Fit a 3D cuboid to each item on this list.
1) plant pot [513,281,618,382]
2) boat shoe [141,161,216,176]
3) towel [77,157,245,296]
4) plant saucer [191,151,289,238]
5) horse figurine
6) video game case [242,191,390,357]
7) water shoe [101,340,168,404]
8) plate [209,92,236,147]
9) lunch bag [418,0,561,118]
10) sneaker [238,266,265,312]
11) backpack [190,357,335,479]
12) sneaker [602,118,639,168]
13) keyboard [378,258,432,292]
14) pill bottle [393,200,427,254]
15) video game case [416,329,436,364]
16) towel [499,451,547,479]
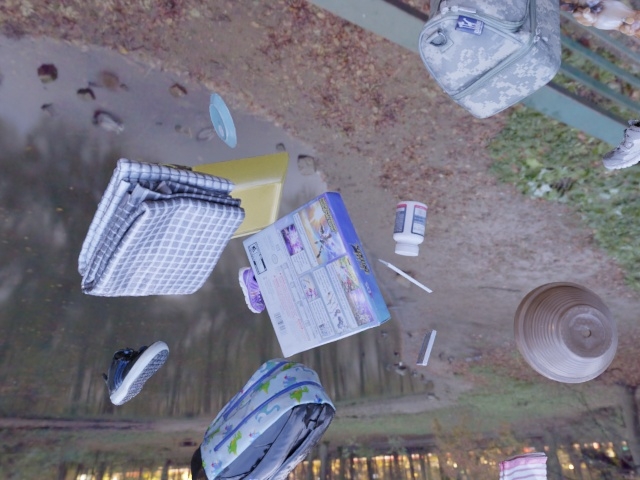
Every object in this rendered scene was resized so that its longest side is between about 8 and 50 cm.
[{"bbox_3d":[0.588,0.212,0.998,0.237,0.238,0.110,-4,170,0],"label":"plant pot"},{"bbox_3d":[-0.314,-0.133,0.925,0.227,0.069,0.081,4,151,11],"label":"boat shoe"},{"bbox_3d":[-0.302,-0.003,0.832,0.234,0.121,0.284,7,133,-46],"label":"towel"},{"bbox_3d":[-0.260,-0.118,1.423,0.332,0.081,0.333,-14,145,-25],"label":"plant saucer"},{"bbox_3d":[0.631,-0.495,0.946,0.174,0.263,0.066,-29,142,-56],"label":"horse figurine"},{"bbox_3d":[-0.018,0.074,0.882,0.244,0.270,0.061,-27,170,33],"label":"video game case"},{"bbox_3d":[-0.355,0.232,0.795,0.203,0.080,0.073,-47,168,30],"label":"water shoe"},{"bbox_3d":[-0.337,-0.401,1.454,0.024,0.188,0.188,-27,161,-24],"label":"plate"},{"bbox_3d":[0.326,-0.444,0.875,0.255,0.306,0.212,27,152,-23],"label":"lunch bag"},{"bbox_3d":[-0.202,0.155,1.343,0.071,0.068,0.170,-11,122,6],"label":"sneaker"},{"bbox_3d":[-0.130,0.494,1.145,0.290,0.274,0.355,31,116,-37],"label":"backpack"},{"bbox_3d":[0.942,-0.310,1.268,0.105,0.115,0.281,-41,174,-19],"label":"sneaker"},{"bbox_3d":[0.334,0.138,1.686,0.255,0.014,0.072,32,-178,-27],"label":"keyboard"},{"bbox_3d":[0.314,-0.041,1.521,0.107,0.180,0.108,9,172,1],"label":"pill bottle"},{"bbox_3d":[0.269,0.275,1.098,0.011,0.087,0.122,18,167,10],"label":"video game case"},{"bbox_3d":[0.442,0.567,0.923,0.144,0.197,0.029,7,167,-30],"label":"towel"}]
